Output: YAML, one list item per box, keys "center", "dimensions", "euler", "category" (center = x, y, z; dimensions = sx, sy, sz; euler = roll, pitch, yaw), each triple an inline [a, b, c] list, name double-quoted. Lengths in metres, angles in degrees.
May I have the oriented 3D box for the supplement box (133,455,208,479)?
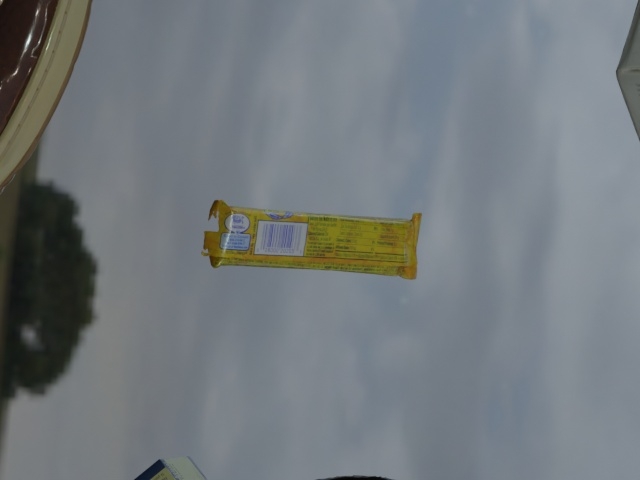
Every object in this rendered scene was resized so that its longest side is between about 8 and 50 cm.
- center: [-0.100, 0.203, 1.302]
  dimensions: [0.083, 0.056, 0.083]
  euler: [51, 5, 10]
  category: "supplement box"

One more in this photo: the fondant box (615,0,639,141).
- center: [0.345, -0.033, 1.145]
  dimensions: [0.330, 0.238, 0.096]
  euler: [60, 41, -45]
  category: "fondant box"

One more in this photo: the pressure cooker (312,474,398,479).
- center: [0.033, 0.444, 1.435]
  dimensions: [0.420, 0.375, 0.370]
  euler: [64, -9, -21]
  category: "pressure cooker"

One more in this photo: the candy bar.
- center: [0.000, 0.000, 1.044]
  dimensions: [0.018, 0.161, 0.040]
  euler: [13, -83, 50]
  category: "candy bar"

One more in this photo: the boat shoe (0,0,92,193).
- center: [-0.233, -0.069, 0.981]
  dimensions: [0.342, 0.123, 0.123]
  euler: [-60, -146, 5]
  category: "boat shoe"
